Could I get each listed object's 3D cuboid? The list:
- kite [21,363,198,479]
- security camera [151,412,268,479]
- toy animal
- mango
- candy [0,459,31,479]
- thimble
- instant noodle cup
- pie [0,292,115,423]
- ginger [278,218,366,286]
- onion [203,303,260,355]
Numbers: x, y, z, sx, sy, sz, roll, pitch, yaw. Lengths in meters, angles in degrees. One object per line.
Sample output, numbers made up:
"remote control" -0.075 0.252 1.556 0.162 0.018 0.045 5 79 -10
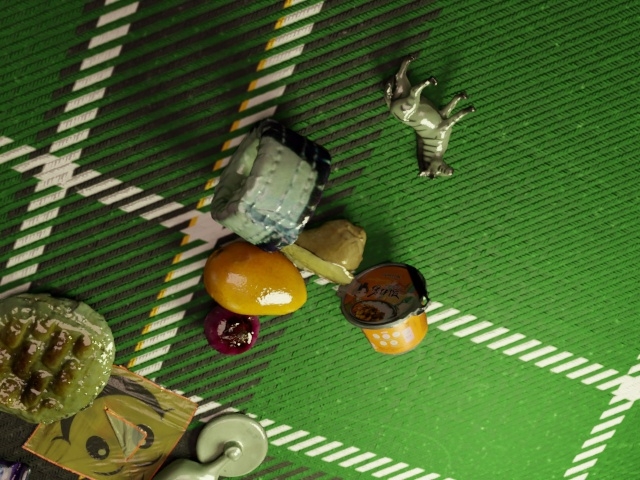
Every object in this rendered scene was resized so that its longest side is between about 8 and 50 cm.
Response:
"kite" -0.436 0.414 1.886 0.377 0.013 0.327 -16 113 -2
"security camera" -0.240 0.499 1.916 0.301 0.080 0.157 -43 110 6
"toy animal" 0.196 -0.228 1.697 0.217 0.073 0.176 37 117 -15
"mango" -0.119 0.081 1.743 0.217 0.102 0.141 25 66 -24
"candy" -0.735 0.503 1.848 0.275 0.070 0.145 15 102 -9
"thimble" -0.094 -0.095 1.616 0.150 0.237 0.237 28 105 -18
"instant noodle cup" 0.143 0.148 1.792 0.177 0.208 0.125 -41 130 -19
"pie" -0.559 0.237 1.762 0.306 0.071 0.306 -1 108 -3
"ginger" -0.004 0.000 1.752 0.193 0.115 0.123 25 84 -8
"onion" -0.175 0.176 1.781 0.115 0.104 0.115 -9 111 -26
